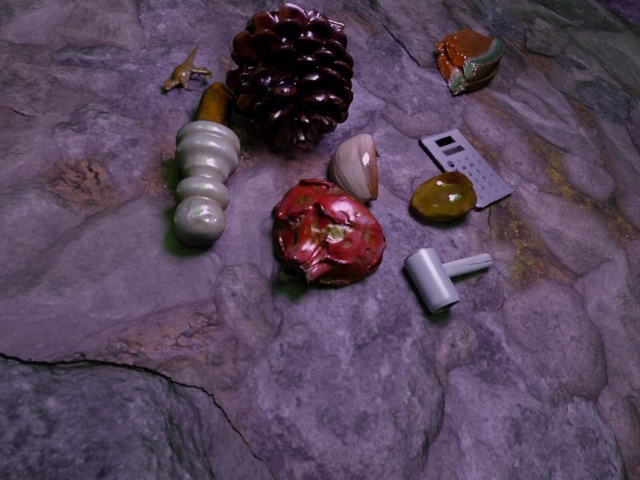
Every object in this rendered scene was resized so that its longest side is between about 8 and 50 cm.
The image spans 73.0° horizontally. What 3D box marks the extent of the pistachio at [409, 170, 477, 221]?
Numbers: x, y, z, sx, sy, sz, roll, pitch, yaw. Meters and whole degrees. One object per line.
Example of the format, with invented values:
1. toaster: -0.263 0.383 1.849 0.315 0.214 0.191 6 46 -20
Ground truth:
1. pistachio: 0.309 -0.103 1.044 0.189 0.100 0.110 -10 58 -26

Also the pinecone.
1. pinecone: -0.062 -0.354 0.973 0.298 0.242 0.296 -11 83 -4

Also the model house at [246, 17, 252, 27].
1. model house: -0.159 -0.546 1.186 0.100 0.088 0.100 8 55 -9

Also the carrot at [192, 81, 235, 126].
1. carrot: -0.245 -0.291 0.996 0.082 0.082 0.173 12 51 -11

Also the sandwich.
1. sandwich: 0.497 -0.601 1.424 0.292 0.109 0.212 -22 68 -28

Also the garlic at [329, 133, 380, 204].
1. garlic: 0.090 -0.193 1.024 0.128 0.115 0.207 14 52 -2

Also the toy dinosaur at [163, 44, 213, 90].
1. toy dinosaur: -0.344 -0.432 1.082 0.126 0.039 0.162 -15 63 -24

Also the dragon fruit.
1. dragon fruit: 0.000 0.000 0.857 0.262 0.134 0.211 32 57 4

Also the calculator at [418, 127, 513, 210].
1. calculator: 0.397 -0.204 1.188 0.161 0.021 0.262 -23 68 -29

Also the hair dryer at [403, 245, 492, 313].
1. hair dryer: 0.304 0.074 0.961 0.236 0.073 0.131 -9 63 -34

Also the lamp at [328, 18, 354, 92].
1. lamp: 0.028 -0.494 1.214 0.089 0.090 0.325 7 57 -15

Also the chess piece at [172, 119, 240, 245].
1. chess piece: -0.232 -0.105 0.859 0.133 0.133 0.243 6 61 -15
